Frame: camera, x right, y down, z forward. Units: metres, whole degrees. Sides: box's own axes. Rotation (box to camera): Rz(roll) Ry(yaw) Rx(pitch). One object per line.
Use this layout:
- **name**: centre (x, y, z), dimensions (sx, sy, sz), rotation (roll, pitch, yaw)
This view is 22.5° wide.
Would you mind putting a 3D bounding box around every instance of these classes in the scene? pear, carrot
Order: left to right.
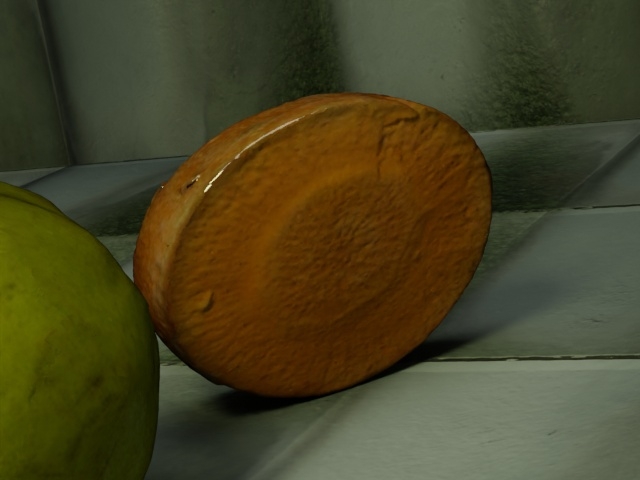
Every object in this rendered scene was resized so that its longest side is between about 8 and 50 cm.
- **pear**: centre (-0.269, 0.111, 1.019), dimensions (0.375, 0.287, 0.287), rotation (-31, 21, -25)
- **carrot**: centre (0.000, 0.000, 1.311), dimensions (0.307, 0.258, 0.100), rotation (-25, 34, -18)
